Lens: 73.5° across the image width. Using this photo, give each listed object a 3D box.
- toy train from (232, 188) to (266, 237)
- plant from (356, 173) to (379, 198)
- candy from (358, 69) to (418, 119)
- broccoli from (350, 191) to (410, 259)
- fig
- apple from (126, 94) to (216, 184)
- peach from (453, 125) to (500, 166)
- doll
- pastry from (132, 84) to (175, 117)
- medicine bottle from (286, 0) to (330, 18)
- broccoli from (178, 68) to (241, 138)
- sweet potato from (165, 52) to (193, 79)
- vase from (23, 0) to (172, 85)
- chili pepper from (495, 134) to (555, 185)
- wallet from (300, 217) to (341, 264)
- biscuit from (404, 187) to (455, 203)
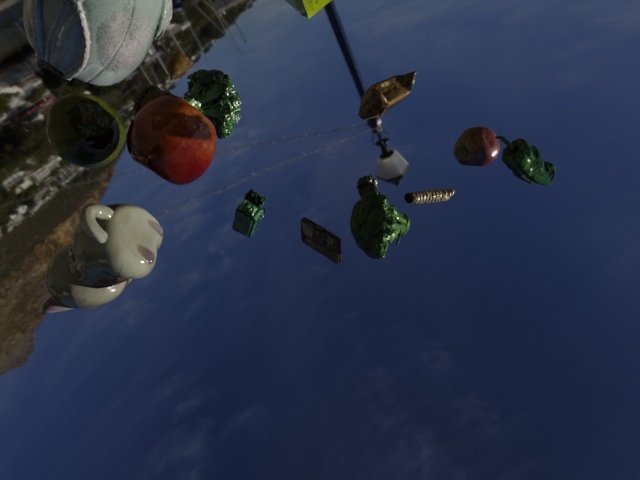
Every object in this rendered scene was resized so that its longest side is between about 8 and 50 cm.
[{"bbox_3d":[-0.323,-0.126,1.954,0.154,0.115,0.269,-58,-177,-26],"label":"toy train"},{"bbox_3d":[0.202,-0.211,1.808,0.095,0.092,0.143,-23,-110,32],"label":"plant"},{"bbox_3d":[0.257,-0.536,1.564,0.271,0.101,0.143,-34,170,-34],"label":"candy"},{"bbox_3d":[0.224,-0.058,1.644,0.242,0.268,0.261,4,-148,-16],"label":"broccoli"},{"bbox_3d":[-0.674,-0.302,1.225,0.225,0.203,0.203,-10,-145,53],"label":"fig"},{"bbox_3d":[-0.382,-0.255,1.115,0.201,0.218,0.218,-51,-143,-7],"label":"apple"},{"bbox_3d":[0.568,-0.328,1.535,0.152,0.152,0.152,-19,-145,14],"label":"peach"},{"bbox_3d":[-0.576,0.048,1.147,0.370,0.226,0.214,-41,-134,32],"label":"doll"},{"bbox_3d":[-0.626,-0.493,1.644,0.103,0.188,0.188,24,-129,7],"label":"pastry"},{"bbox_3d":[0.013,-0.656,0.982,0.250,0.137,0.141,-39,-119,0],"label":"medicine bottle"},{"bbox_3d":[-0.441,-0.520,1.647,0.270,0.269,0.270,1,-162,37],"label":"broccoli"},{"bbox_3d":[-0.426,-0.543,1.311,0.068,0.068,0.226,-20,-151,12],"label":"sweet potato"},{"bbox_3d":[-0.381,-0.515,0.792,0.445,0.250,0.249,-43,-156,32],"label":"vase"},{"bbox_3d":[0.514,-0.186,1.053,0.074,0.257,0.100,-19,-113,38],"label":"chili pepper"},{"bbox_3d":[0.000,0.000,1.732,0.042,0.124,0.230,-25,-142,-29],"label":"wallet"},{"bbox_3d":[0.444,-0.180,1.742,0.220,0.055,0.061,-7,163,-22],"label":"biscuit"}]
